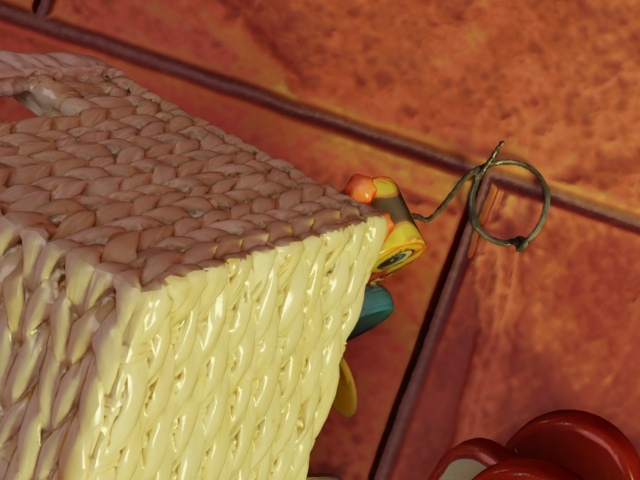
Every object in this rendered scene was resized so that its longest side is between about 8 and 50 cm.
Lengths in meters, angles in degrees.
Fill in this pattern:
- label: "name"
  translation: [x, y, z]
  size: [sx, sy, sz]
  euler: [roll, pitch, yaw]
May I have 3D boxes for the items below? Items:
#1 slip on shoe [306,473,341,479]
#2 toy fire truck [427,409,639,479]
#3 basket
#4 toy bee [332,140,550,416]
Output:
- label: "slip on shoe"
  translation: [-0.051, 0.165, 1.221]
  size: [0.135, 0.051, 0.041]
  euler: [-5, 67, 10]
- label: "toy fire truck"
  translation: [0.162, 0.274, 1.137]
  size: [0.302, 0.169, 0.254]
  euler: [35, 108, 11]
- label: "basket"
  translation: [-0.166, 0.084, 1.037]
  size: [0.266, 0.328, 0.331]
  euler: [23, 107, 21]
- label: "toy bee"
  translation: [0.000, 0.000, 1.190]
  size: [0.195, 0.162, 0.298]
  euler: [43, 85, 13]
